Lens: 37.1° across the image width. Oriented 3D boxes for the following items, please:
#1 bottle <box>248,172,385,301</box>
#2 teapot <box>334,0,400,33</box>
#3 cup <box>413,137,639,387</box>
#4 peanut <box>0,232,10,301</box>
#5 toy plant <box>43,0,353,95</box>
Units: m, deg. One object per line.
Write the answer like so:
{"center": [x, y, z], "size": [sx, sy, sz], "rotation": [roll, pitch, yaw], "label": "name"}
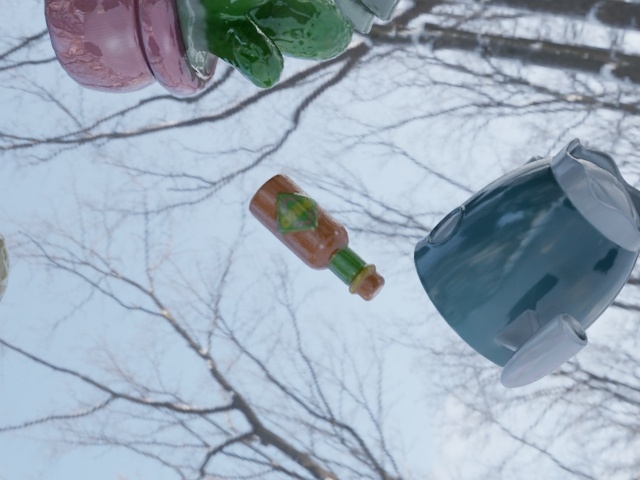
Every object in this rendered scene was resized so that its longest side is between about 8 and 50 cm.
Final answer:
{"center": [0.000, 0.000, 1.138], "size": [0.069, 0.187, 0.069], "rotation": [-45, -14, -15], "label": "bottle"}
{"center": [0.117, -0.286, 0.814], "size": [0.183, 0.251, 0.183], "rotation": [48, -154, -33], "label": "teapot"}
{"center": [0.201, 0.006, 0.849], "size": [0.167, 0.299, 0.173], "rotation": [36, -61, -15], "label": "cup"}
{"center": [-0.412, 0.030, 1.019], "size": [0.159, 0.109, 0.140], "rotation": [1, -68, -31], "label": "peanut"}
{"center": [-0.154, -0.293, 1.159], "size": [0.317, 0.356, 0.210], "rotation": [58, -143, -66], "label": "toy plant"}
